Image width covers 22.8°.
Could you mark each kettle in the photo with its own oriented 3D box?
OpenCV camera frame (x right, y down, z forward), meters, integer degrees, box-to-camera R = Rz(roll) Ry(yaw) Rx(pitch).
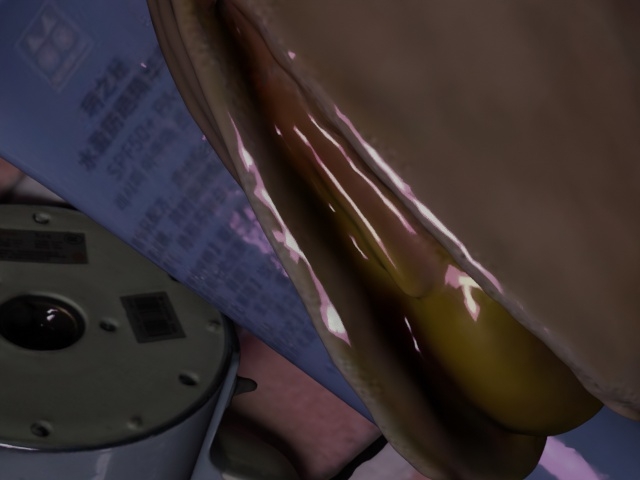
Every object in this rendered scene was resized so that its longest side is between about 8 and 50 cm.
[{"bbox_3d":[-0.113,0.126,0.732,0.210,0.160,0.243,1,127,-17],"label":"kettle"}]

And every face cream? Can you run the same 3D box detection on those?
[{"bbox_3d":[0.000,0.000,0.660,0.385,0.086,0.135,39,108,0],"label":"face cream"}]

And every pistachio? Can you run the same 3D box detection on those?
[{"bbox_3d":[0.033,-0.061,0.542,0.166,0.197,0.288,-35,73,29],"label":"pistachio"}]
